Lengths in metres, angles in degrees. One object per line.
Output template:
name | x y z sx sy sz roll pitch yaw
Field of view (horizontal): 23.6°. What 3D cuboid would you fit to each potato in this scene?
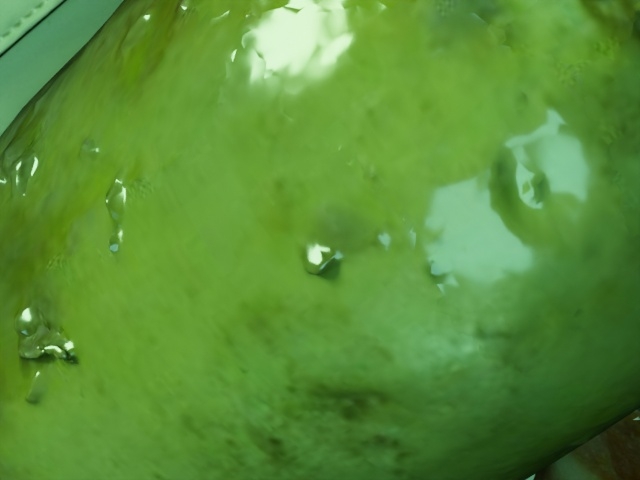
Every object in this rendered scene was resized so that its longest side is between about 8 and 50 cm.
potato | 0.000 0.000 0.437 0.307 0.210 0.173 -35 98 30

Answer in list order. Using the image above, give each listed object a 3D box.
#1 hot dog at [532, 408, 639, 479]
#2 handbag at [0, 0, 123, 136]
hot dog | 0.148 0.096 0.597 0.123 0.093 0.262 28 120 24
handbag | -0.041 -0.203 0.460 0.358 0.160 0.237 -34 110 24
